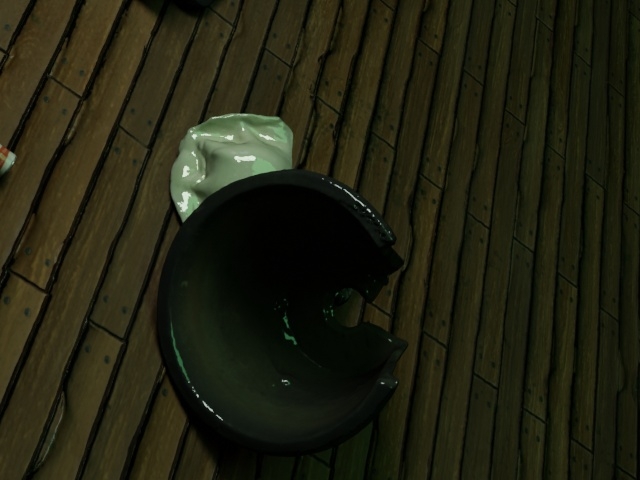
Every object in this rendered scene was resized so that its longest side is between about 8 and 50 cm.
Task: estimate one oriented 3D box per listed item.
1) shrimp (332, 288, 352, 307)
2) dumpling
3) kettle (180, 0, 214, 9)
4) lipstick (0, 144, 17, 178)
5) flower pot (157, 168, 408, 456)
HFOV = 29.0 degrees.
[{"bbox_3d":[0.005,-0.005,1.969,0.178,0.075,0.289,39,44,-9],"label":"shrimp"},{"bbox_3d":[-0.136,-0.079,1.855,0.179,0.131,0.252,15,76,-15],"label":"dumpling"},{"bbox_3d":[-0.208,-0.536,1.994,0.262,0.203,0.308,45,39,-11],"label":"kettle"},{"bbox_3d":[-0.460,-0.134,1.613,0.131,0.038,0.038,37,45,-22],"label":"lipstick"},{"bbox_3d":[-0.018,0.095,1.728,0.379,0.379,0.251,66,21,9],"label":"flower pot"}]
